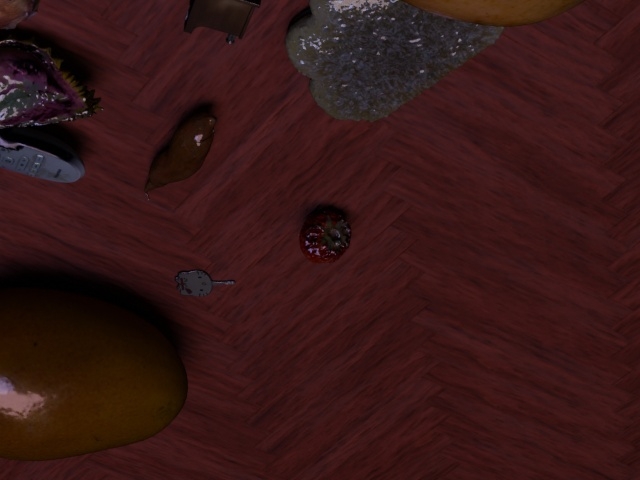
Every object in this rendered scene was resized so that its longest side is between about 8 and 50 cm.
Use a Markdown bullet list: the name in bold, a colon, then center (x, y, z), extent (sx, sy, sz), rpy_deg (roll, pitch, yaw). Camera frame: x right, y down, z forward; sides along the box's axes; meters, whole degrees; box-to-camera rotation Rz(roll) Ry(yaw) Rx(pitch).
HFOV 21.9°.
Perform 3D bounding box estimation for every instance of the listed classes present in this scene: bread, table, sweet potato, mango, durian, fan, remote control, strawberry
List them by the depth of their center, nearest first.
- **table**: center (-0.107, -0.276, 1.846), extent (0.070, 0.083, 0.082), rpy_deg (14, 144, -12)
- **bread**: center (0.071, -0.243, 1.909), extent (0.207, 0.056, 0.286), rpy_deg (28, 130, -32)
- **durian**: center (-0.356, -0.192, 1.951), extent (0.186, 0.119, 0.108), rpy_deg (-9, 102, -8)
- **remote control**: center (-0.412, -0.127, 2.038), extent (0.256, 0.045, 0.097), rpy_deg (18, 156, -17)
- **sweet potato**: center (-0.179, -0.101, 2.075), extent (0.056, 0.056, 0.195), rpy_deg (22, 141, -24)
- **strawberry**: center (0.000, 0.000, 2.185), extent (0.073, 0.073, 0.083), rpy_deg (18, 160, -20)
- **mango**: center (-0.357, 0.190, 2.292), extent (0.378, 0.221, 0.264), rpy_deg (11, 135, -29)
- **fan**: center (-0.160, 0.060, 2.295), extent (0.083, 0.004, 0.056), rpy_deg (-3, 139, 3)

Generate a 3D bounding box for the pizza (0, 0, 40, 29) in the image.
- **pizza**: center (-0.385, -0.291, 1.747), extent (0.161, 0.086, 0.305), rpy_deg (-3, 172, 10)

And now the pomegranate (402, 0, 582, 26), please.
- **pomegranate**: center (0.171, -0.389, 1.486), extent (0.416, 0.417, 0.417), rpy_deg (0, 140, 0)
